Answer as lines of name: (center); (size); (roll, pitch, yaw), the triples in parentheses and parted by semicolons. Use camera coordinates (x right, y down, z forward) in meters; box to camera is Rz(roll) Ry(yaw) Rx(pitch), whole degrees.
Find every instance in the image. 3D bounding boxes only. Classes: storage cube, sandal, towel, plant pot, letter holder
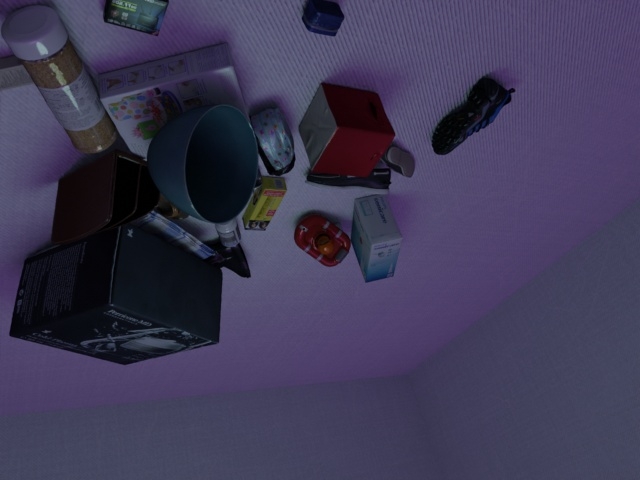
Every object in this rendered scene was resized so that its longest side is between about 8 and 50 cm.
storage cube: (0.070, -0.316, 1.630); (0.193, 0.184, 0.215); (2, 144, -29)
sandal: (-0.496, -0.106, 1.812); (0.072, 0.049, 0.180); (-25, 148, 13)
towel: (-0.529, 0.010, 1.906); (0.209, 0.034, 0.285); (-24, 136, 32)
plant pot: (-0.317, -0.198, 1.401); (0.195, 0.291, 0.290); (10, 160, 27)
letter holder: (-0.596, -0.089, 1.546); (0.301, 0.215, 0.152); (-15, 156, 37)

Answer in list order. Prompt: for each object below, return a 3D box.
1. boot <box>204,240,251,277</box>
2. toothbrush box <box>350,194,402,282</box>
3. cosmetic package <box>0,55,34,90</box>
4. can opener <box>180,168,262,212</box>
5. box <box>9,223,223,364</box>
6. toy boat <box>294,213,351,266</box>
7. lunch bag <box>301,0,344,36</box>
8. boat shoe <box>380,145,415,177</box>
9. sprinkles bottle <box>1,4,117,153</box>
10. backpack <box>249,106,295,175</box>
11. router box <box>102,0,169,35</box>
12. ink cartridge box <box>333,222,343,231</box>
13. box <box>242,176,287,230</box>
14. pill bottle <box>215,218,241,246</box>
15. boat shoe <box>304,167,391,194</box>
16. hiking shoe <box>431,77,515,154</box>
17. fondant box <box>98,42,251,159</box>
boot: (-0.390, 0.087, 2.127); (0.207, 0.094, 0.247); (-19, 144, -3)
toothbrush box: (0.211, -0.005, 2.166); (0.126, 0.217, 0.296); (-12, 150, -9)
cosmetic package: (-0.714, -0.382, 1.271); (0.115, 0.041, 0.060); (-13, 149, -7)
can opener: (-0.326, -0.171, 1.798); (0.283, 0.076, 0.095); (-14, 117, -4)
box: (-0.665, 0.201, 1.880); (0.471, 0.298, 0.480); (-19, 149, 26)
toy boat: (0.011, 0.008, 2.082); (0.231, 0.151, 0.151); (36, 97, -17)
lunch bag: (0.007, -0.539, 1.355); (0.098, 0.067, 0.065); (1, 145, -30)
boat shoe: (0.265, -0.276, 1.933); (0.064, 0.075, 0.206); (16, 176, 35)
sprinkles bottle: (-0.590, -0.357, 1.293); (0.121, 0.121, 0.355); (-14, 149, -5)
backpack: (-0.139, -0.297, 1.617); (0.115, 0.152, 0.182); (-25, 138, -1)
router box: (-0.405, -0.511, 1.222); (0.122, 0.038, 0.092); (4, 142, -31)
ink cartridge box: (0.000, 0.000, 2.217); (0.181, 0.062, 0.104); (-14, 148, -5)
box: (-0.195, -0.124, 1.926); (0.087, 0.058, 0.232); (2, 144, -28)
pill bottle: (-0.329, -0.043, 1.969); (0.078, 0.078, 0.137); (-14, 149, -6)
boat shoe: (0.096, -0.217, 1.897); (0.302, 0.114, 0.091); (2, 103, -19)
hiking shoe: (0.492, -0.379, 1.807); (0.132, 0.113, 0.304); (8, 141, -35)
fondant box: (-0.365, -0.352, 1.442); (0.330, 0.096, 0.238); (-16, 150, -4)
